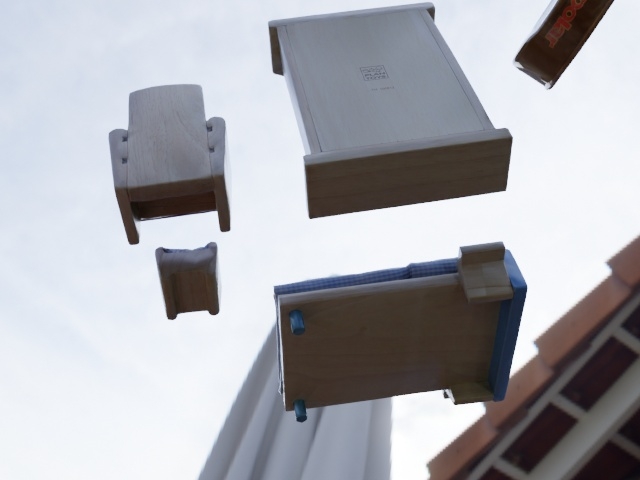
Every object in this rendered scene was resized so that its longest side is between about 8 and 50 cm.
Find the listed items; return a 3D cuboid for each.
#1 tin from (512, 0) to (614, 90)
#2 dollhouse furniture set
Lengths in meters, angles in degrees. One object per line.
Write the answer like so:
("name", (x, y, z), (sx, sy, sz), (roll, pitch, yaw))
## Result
("tin", (0.183, -0.171, 0.604), (0.040, 0.190, 0.106), (37, -59, 2))
("dollhouse furniture set", (0.000, 0.000, 0.707), (0.286, 0.198, 0.304), (-8, -49, -6))
